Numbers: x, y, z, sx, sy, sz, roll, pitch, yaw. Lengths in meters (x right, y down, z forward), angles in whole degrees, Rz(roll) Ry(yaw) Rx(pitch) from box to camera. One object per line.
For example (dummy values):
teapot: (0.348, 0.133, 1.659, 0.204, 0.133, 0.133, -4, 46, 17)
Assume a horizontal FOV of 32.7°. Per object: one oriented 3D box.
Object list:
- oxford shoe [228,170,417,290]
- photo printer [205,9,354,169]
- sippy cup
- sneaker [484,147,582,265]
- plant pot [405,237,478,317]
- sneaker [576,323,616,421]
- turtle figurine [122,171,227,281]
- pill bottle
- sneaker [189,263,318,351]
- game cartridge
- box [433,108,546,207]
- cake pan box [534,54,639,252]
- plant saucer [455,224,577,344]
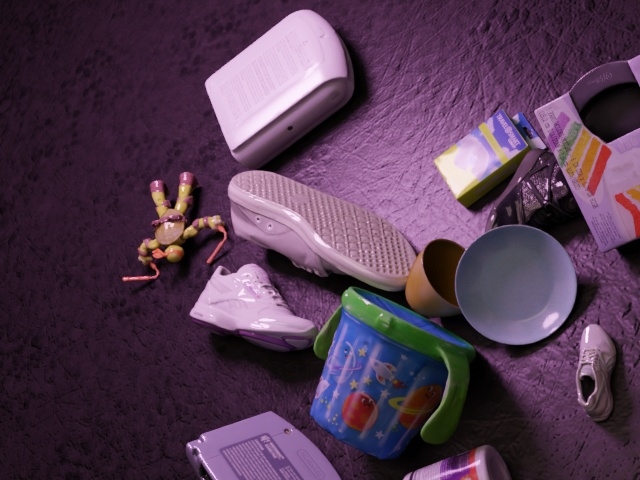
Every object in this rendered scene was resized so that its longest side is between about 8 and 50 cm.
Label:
oxford shoe: (0.000, 0.000, 2.037, 0.449, 0.169, 0.130, 26, 124, 35)
photo printer: (-0.078, -0.326, 2.282, 0.307, 0.107, 0.256, -36, 49, 14)
sippy cup: (0.101, 0.224, 1.776, 0.240, 0.305, 0.224, 27, 94, -1)
sneaker: (0.361, -0.045, 1.811, 0.130, 0.087, 0.227, 20, 73, 48)
plant pot: (0.198, 0.077, 1.849, 0.095, 0.134, 0.134, -41, 43, 44)
sneaker: (0.415, 0.193, 1.655, 0.053, 0.061, 0.152, -14, 56, 32)
turtle figurine: (-0.322, -0.030, 2.309, 0.269, 0.087, 0.217, -24, 53, 24)
pill bottle: (0.191, 0.394, 1.674, 0.193, 0.108, 0.108, -26, 52, 23)
sneaker: (-0.120, 0.119, 2.055, 0.305, 0.114, 0.152, 12, 74, 40)
game cartridge: (-0.073, 0.411, 1.816, 0.297, 0.198, 0.062, 45, 135, 43)
box: (0.301, -0.152, 1.948, 0.178, 0.042, 0.109, -38, 49, 15)
cake pan box: (0.487, -0.146, 1.669, 0.245, 0.070, 0.267, -26, 87, 37)
plant saucer: (0.317, 0.071, 1.773, 0.195, 0.037, 0.195, 0, 91, 13)
